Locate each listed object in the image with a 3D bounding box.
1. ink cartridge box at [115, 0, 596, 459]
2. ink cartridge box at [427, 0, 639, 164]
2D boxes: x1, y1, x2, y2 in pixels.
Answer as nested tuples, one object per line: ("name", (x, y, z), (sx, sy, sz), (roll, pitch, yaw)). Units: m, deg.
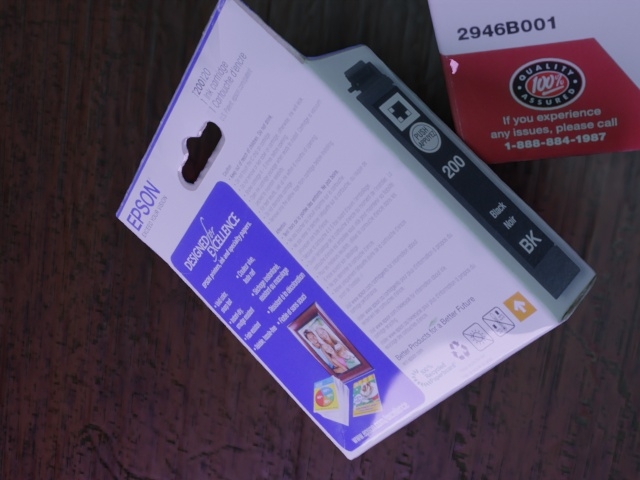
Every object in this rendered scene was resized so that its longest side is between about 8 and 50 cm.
("ink cartridge box", (0.000, 0.000, 0.487), (0.208, 0.045, 0.206), (45, 141, 3))
("ink cartridge box", (0.132, -0.176, 0.361), (0.197, 0.114, 0.273), (-4, 130, 18))
